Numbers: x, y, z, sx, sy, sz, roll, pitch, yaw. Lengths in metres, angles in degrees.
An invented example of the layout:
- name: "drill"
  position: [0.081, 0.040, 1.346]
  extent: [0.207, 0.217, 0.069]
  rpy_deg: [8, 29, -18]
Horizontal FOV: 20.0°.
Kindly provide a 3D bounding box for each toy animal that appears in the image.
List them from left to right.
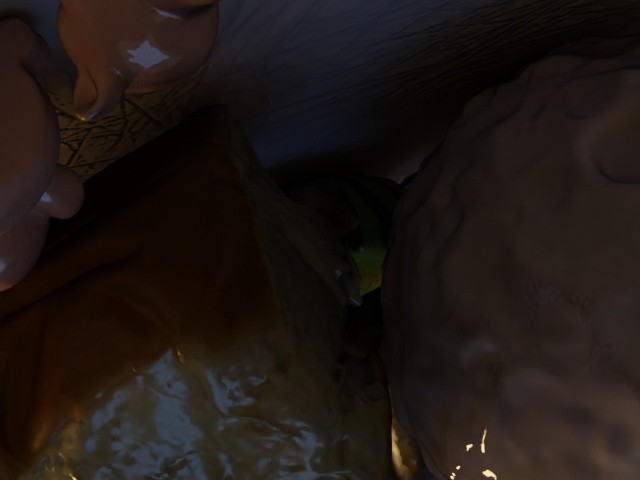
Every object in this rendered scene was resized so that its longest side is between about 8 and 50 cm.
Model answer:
- name: "toy animal"
  position: [-0.180, -0.015, 0.894]
  extent: [0.124, 0.124, 0.212]
  rpy_deg: [-13, 159, -16]
- name: "toy animal"
  position: [-0.066, -0.112, 0.763]
  extent: [0.083, 0.089, 0.150]
  rpy_deg: [-5, 150, -28]

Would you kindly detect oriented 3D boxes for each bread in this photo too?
- name: "bread"
  position: [-0.084, 0.082, 0.992]
  extent: [0.225, 0.250, 0.279]
  rpy_deg: [35, 116, -18]
- name: "bread"
  position: [0.000, 0.000, 1.204]
  extent: [0.139, 0.071, 0.130]
  rpy_deg: [-6, 163, -40]

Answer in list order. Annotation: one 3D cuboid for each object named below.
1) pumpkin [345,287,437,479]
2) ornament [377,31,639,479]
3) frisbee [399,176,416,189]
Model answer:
- name: "pumpkin"
  position: [0.124, 0.159, 1.495]
  extent: [0.296, 0.296, 0.296]
  rpy_deg: [-16, 163, -5]
- name: "ornament"
  position: [0.195, 0.049, 1.077]
  extent: [0.337, 0.337, 0.337]
  rpy_deg: [-16, 163, -5]
- name: "frisbee"
  position: [0.165, -0.055, 1.306]
  extent: [0.187, 0.012, 0.211]
  rpy_deg: [-28, 160, 28]
